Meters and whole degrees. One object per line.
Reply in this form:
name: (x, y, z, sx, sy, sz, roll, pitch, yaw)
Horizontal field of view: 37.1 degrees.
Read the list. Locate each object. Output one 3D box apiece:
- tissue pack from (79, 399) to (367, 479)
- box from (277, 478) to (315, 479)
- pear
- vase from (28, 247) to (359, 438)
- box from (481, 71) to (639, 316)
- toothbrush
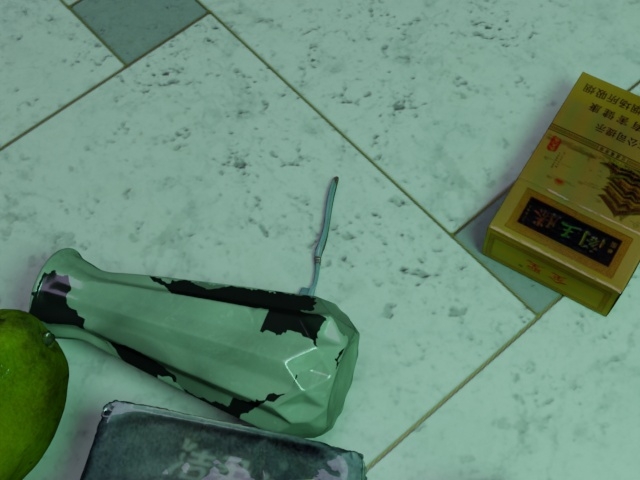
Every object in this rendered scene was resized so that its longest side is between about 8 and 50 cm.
tissue pack: (-0.131, 0.379, 0.939, 0.288, 0.124, 0.394, 11, 63, 8)
box: (-0.117, 0.304, 0.870, 0.240, 0.074, 0.153, -2, 57, 2)
pear: (-0.391, 0.182, 1.009, 0.269, 0.212, 0.212, -40, 67, -6)
vase: (-0.143, 0.105, 1.076, 0.360, 0.165, 0.165, 15, 63, 14)
box: (0.342, -0.063, 1.188, 0.174, 0.076, 0.274, 28, 66, 17)
toothbrush: (0.000, 0.000, 1.201, 0.019, 0.013, 0.193, 7, 62, 15)
